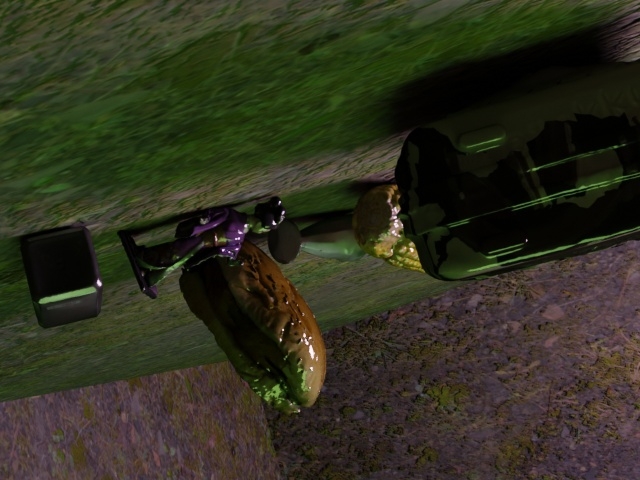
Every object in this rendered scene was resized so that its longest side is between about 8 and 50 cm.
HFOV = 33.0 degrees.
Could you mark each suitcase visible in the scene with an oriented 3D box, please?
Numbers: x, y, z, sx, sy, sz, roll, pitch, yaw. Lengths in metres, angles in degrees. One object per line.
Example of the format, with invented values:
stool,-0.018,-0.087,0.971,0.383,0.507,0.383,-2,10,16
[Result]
suitcase,0.244,-0.077,1.136,0.351,0.194,0.339,-15,178,2

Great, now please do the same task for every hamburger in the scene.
hamburger,-0.078,0.113,1.524,0.134,0.265,0.285,-41,176,2

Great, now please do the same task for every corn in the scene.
corn,0.141,-0.016,1.533,0.130,0.130,0.347,-20,169,24

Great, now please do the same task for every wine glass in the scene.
wine glass,0.000,0.000,1.554,0.073,0.073,0.155,-23,169,38

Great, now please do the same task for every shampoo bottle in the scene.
shampoo bottle,-0.308,0.051,1.296,0.080,0.079,0.246,-12,171,-15

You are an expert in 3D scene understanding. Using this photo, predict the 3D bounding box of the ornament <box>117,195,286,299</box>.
ornament,-0.135,0.006,1.321,0.203,0.081,0.088,-16,172,-3
